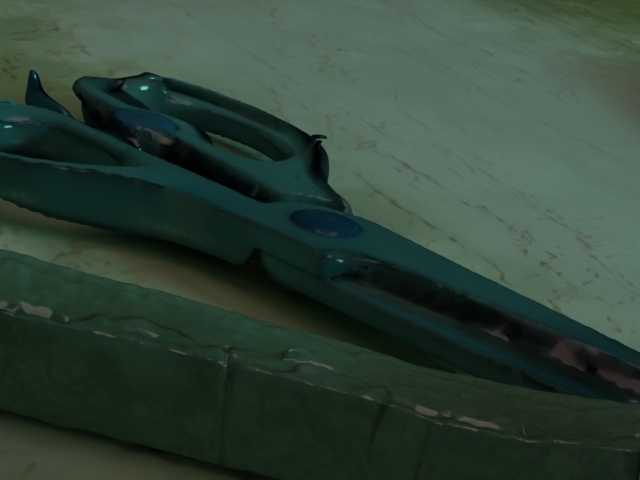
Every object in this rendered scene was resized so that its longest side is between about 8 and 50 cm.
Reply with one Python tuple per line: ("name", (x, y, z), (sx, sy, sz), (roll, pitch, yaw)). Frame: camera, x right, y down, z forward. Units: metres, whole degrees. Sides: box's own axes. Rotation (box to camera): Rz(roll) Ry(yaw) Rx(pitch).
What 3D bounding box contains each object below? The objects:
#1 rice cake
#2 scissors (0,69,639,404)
("rice cake", (-0.024, 0.045, 0.406), (0.245, 0.045, 0.042), (14, 26, 6))
("scissors", (0.000, 0.001, 0.539), (0.393, 0.032, 0.180), (26, 27, 35))
